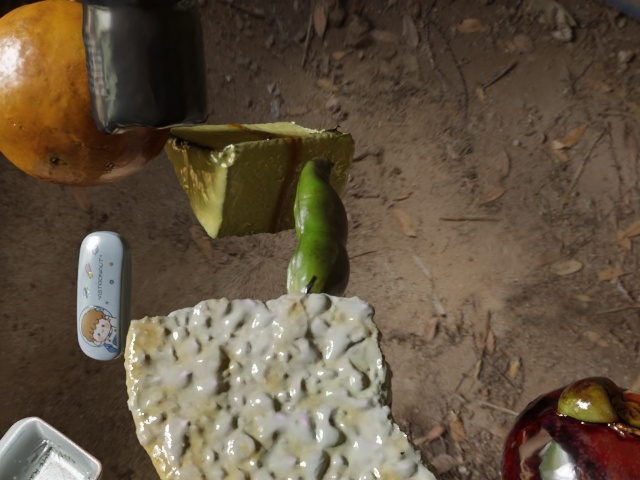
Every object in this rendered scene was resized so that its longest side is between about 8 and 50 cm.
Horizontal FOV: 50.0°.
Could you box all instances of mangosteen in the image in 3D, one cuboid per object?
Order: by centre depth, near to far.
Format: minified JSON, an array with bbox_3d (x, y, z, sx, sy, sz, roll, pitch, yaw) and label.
[{"bbox_3d":[0.212,0.166,0.513,0.152,0.152,0.153,0,88,-5],"label":"mangosteen"}]

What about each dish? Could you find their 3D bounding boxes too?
[{"bbox_3d":[-0.473,0.405,1.171,0.234,0.064,0.154,23,69,28],"label":"dish"}]

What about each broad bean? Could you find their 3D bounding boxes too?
[{"bbox_3d":[0.000,0.000,0.818,0.077,0.339,0.061,33,120,-20],"label":"broad bean"}]

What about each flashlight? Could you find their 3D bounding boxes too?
[{"bbox_3d":[-0.141,-0.288,0.480,0.103,0.103,0.424,-3,113,-5],"label":"flashlight"}]

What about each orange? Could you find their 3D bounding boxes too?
[{"bbox_3d":[-0.360,-0.205,1.002,0.283,0.284,0.226,6,55,-5],"label":"orange"}]

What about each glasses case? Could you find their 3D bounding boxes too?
[{"bbox_3d":[-0.294,0.076,0.935,0.067,0.045,0.179,7,100,12],"label":"glasses case"}]

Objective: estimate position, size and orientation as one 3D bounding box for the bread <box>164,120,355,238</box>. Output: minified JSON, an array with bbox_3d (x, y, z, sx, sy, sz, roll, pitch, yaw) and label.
[{"bbox_3d":[-0.108,-0.159,1.158,0.263,0.198,0.236,-9,49,-33],"label":"bread"}]

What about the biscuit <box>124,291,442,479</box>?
[{"bbox_3d":[-0.022,0.120,0.492,0.265,0.040,0.188,33,68,11],"label":"biscuit"}]
